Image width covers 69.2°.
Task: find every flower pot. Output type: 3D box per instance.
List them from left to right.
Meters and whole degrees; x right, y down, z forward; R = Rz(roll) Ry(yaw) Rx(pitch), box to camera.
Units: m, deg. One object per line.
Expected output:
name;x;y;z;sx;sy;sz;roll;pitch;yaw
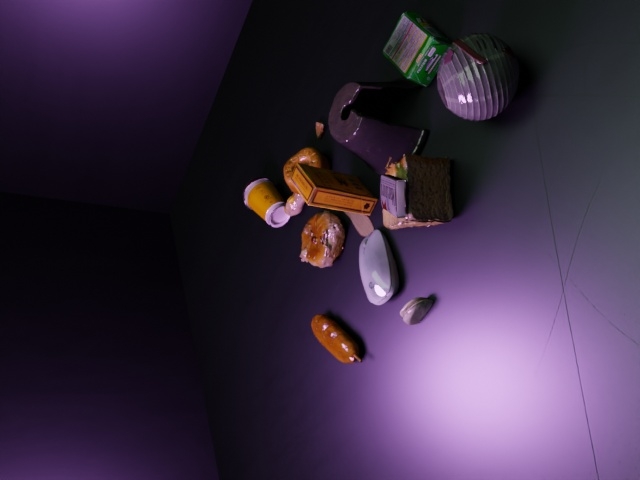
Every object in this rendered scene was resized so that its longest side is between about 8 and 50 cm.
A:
flower pot;0.183;-0.439;1.724;0.379;0.250;0.380;-10;78;56

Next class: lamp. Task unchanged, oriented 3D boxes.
lamp;0.459;-0.478;1.348;0.233;0.232;0.265;-58;28;32

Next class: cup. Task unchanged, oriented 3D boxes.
cup;-0.275;-0.196;2.423;0.280;0.196;0.197;47;123;38

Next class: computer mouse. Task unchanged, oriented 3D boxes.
computer mouse;0.200;0.099;1.737;0.159;0.096;0.289;-46;49;45

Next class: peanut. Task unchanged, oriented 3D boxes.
peanut;-0.108;-0.197;2.252;0.207;0.087;0.087;-52;45;34

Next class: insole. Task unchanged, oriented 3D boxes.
insole;0.151;-0.093;1.921;0.253;0.005;0.086;53;127;46

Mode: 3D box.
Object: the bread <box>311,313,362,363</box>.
bread;0.073;0.404;1.882;0.344;0.083;0.124;30;131;54

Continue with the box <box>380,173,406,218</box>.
box;0.224;-0.140;1.438;0.177;0.035;0.115;-119;24;-75

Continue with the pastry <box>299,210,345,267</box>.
pastry;0.000;-0.006;2.026;0.235;0.120;0.257;32;110;54

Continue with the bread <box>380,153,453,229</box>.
bread;0.261;-0.159;1.551;0.315;0.278;0.249;-11;82;42

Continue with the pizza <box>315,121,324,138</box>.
pizza;0.004;-0.526;2.195;0.078;0.025;0.084;-9;84;60

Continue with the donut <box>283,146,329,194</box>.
donut;-0.066;-0.320;2.133;0.226;0.114;0.227;-16;53;23

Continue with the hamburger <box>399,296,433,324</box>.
hamburger;0.313;0.231;1.555;0.121;0.084;0.054;-54;42;33

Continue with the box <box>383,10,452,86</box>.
box;0.341;-0.687;1.660;0.180;0.102;0.250;-57;40;33

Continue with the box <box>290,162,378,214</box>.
box;0.053;-0.199;1.819;0.084;0.301;0.193;-63;39;27
